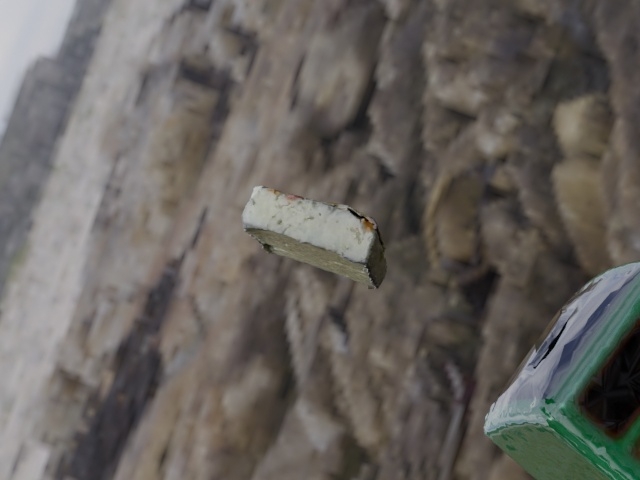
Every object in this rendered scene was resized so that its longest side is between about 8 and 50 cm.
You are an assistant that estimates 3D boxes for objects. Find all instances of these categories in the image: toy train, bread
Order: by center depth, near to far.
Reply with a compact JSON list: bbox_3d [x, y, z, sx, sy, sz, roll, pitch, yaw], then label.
[{"bbox_3d":[0.000,0.000,0.985,0.153,0.068,0.028,58,-131,-82],"label":"bread"},{"bbox_3d":[0.270,0.069,1.102,0.429,0.249,0.178,-52,3,-16],"label":"toy train"}]
